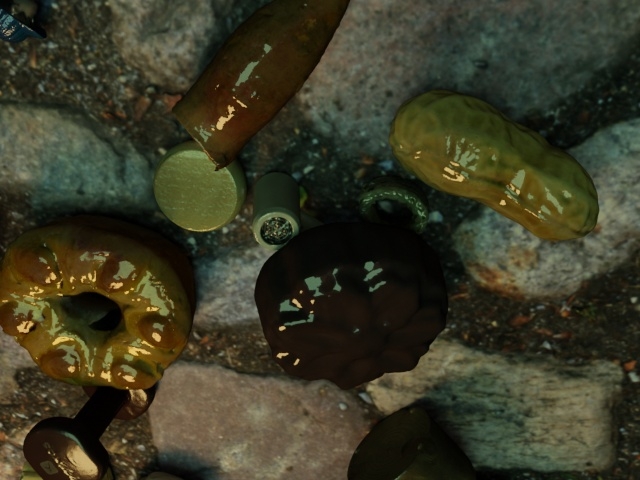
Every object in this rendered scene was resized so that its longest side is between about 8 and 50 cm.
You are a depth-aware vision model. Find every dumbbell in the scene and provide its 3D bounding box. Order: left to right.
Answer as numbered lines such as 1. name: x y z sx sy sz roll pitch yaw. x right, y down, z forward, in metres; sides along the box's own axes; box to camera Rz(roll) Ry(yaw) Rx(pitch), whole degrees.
1. dumbbell: -0.386 0.304 1.140 0.124 0.225 0.140 -26 106 22

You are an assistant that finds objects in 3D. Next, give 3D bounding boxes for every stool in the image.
1. stool: 0.194 0.435 1.130 0.179 0.179 0.264 -36 104 22

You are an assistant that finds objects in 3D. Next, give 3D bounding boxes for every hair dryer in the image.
1. hair dryer: 0.000 0.000 1.011 0.237 0.131 0.073 33 112 -21

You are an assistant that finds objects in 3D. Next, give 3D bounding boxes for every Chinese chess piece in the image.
1. Chinese chess piece: -0.185 -0.084 1.029 0.144 0.058 0.144 3 113 6

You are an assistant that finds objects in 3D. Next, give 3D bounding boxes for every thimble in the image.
1. thimble: 0.107 -0.050 0.993 0.110 0.062 0.084 27 114 -4

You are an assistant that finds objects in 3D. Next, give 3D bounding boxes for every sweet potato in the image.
1. sweet potato: -0.068 -0.247 0.898 0.131 0.131 0.337 41 114 -10

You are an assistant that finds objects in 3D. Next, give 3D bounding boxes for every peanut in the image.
1. peanut: 0.237 -0.099 0.904 0.306 0.147 0.147 27 115 -3

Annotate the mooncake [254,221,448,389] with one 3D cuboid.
1. mooncake: 0.047 0.101 0.968 0.283 0.141 0.282 -8 138 -7

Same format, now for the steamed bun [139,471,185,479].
1. steamed bun: -0.299 0.525 1.293 0.183 0.106 0.182 3 110 8

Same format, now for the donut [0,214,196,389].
1. donut: -0.357 0.096 1.086 0.299 0.150 0.317 -39 102 22

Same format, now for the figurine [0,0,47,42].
1. figurine: -0.432 -0.347 0.944 0.077 0.080 0.136 39 128 38

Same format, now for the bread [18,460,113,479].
1. bread: -0.502 0.508 1.341 0.179 0.060 0.139 -3 113 10
